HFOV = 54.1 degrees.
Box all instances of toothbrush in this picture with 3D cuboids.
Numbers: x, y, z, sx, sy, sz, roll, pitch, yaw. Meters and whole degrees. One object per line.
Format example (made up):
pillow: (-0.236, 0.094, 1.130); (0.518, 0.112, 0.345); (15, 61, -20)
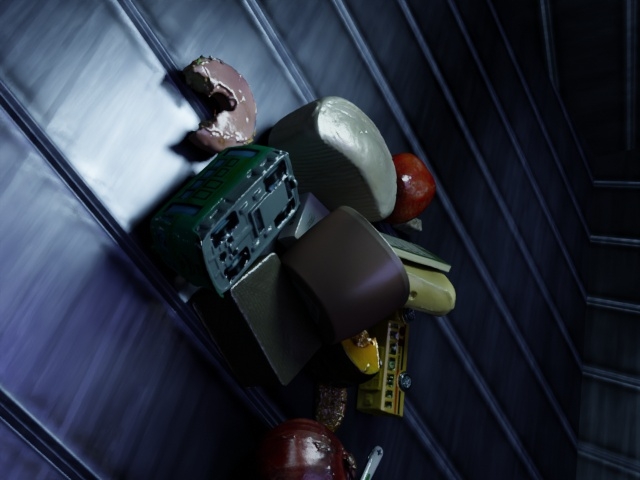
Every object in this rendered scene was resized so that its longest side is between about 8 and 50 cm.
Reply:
toothbrush: (0.078, 0.718, 1.681); (0.042, 0.040, 0.418); (50, 42, -9)

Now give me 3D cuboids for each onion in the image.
onion: (-0.039, 0.543, 1.418); (0.276, 0.276, 0.276); (14, 71, -47)

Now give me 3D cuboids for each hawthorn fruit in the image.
hawthorn fruit: (0.255, -0.165, 1.951); (0.249, 0.215, 0.215); (-31, 105, -35)

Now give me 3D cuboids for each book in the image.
book: (0.229, 0.018, 1.848); (0.264, 0.202, 0.027); (17, 102, -28)

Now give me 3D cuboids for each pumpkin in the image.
pumpkin: (0.096, 0.276, 1.692); (0.280, 0.139, 0.190); (-28, 83, -47)

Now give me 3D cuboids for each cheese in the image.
cheese: (0.254, 0.109, 1.842); (0.259, 0.316, 0.128); (26, 99, -12)

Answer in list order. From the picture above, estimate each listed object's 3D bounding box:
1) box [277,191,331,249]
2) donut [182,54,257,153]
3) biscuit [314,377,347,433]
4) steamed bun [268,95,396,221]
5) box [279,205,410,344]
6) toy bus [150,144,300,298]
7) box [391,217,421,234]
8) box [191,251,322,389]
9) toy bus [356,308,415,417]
box: (0.000, 0.000, 1.725); (0.243, 0.067, 0.155); (44, 49, -34)
donut: (-0.242, -0.314, 1.499); (0.199, 0.085, 0.233); (4, 78, -48)
biscuit: (0.031, 0.427, 1.694); (0.126, 0.025, 0.206); (18, 68, -46)
steamed bun: (0.056, -0.231, 1.701); (0.383, 0.247, 0.236); (44, 53, -33)
box: (0.045, 0.098, 1.523); (0.216, 0.301, 0.301); (-36, 111, -21)
toy bus: (-0.211, -0.058, 1.372); (0.343, 0.199, 0.184); (-52, 145, -37)
box: (0.285, -0.056, 2.072); (0.098, 0.062, 0.045); (23, 61, -42)
box: (-0.143, 0.190, 1.457); (0.184, 0.143, 0.273); (-44, 113, -45)
toy bus: (0.189, 0.338, 1.830); (0.123, 0.121, 0.336); (22, 66, -37)
